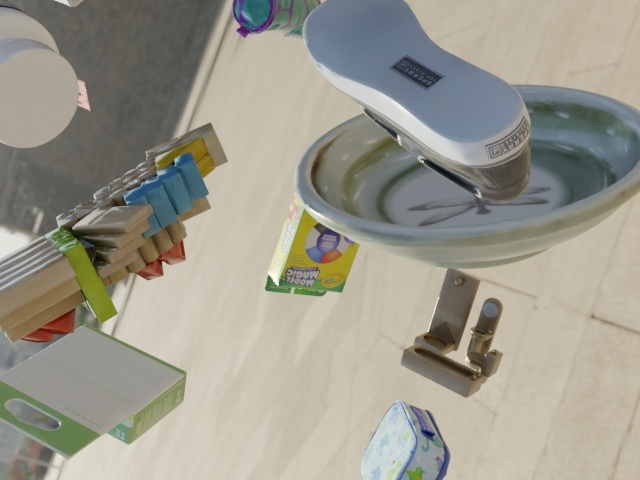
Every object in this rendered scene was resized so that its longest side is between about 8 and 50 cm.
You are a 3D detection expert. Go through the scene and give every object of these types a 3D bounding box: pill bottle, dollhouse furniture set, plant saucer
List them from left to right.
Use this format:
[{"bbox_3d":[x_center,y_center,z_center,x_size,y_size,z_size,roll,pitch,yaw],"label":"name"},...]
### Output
[{"bbox_3d":[-0.286,-0.151,0.872,0.186,0.112,0.112,35,110,39],"label":"pill bottle"},{"bbox_3d":[0.205,0.132,1.533,0.151,0.144,0.123,-13,-57,-57],"label":"dollhouse furniture set"},{"bbox_3d":[0.173,-0.062,1.153,0.400,0.400,0.101,-93,-6,-62],"label":"plant saucer"}]

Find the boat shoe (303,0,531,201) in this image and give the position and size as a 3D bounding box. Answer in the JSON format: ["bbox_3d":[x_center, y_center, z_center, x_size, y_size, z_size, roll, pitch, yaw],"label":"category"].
[{"bbox_3d":[0.066,-0.098,0.701,0.080,0.076,0.228,-37,45,-12],"label":"boat shoe"}]

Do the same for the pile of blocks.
[{"bbox_3d":[-0.193,0.006,1.076,0.148,0.113,0.362,0,32,43],"label":"pile of blocks"}]

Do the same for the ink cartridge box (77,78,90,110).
[{"bbox_3d":[-0.476,-0.246,1.596,0.181,0.224,0.056,146,147,-78],"label":"ink cartridge box"}]

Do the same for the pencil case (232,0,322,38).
[{"bbox_3d":[-0.051,-0.288,1.303,0.070,0.064,0.151,-56,-17,21],"label":"pencil case"}]

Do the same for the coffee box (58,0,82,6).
[{"bbox_3d":[-0.446,-0.643,1.665,0.337,0.338,0.334,-46,-37,-22],"label":"coffee box"}]

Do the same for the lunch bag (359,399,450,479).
[{"bbox_3d":[0.152,0.396,1.852,0.176,0.090,0.219,-64,13,10],"label":"lunch bag"}]

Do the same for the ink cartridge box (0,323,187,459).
[{"bbox_3d":[-0.299,0.196,1.271,0.235,0.171,0.056,-36,-37,-56],"label":"ink cartridge box"}]

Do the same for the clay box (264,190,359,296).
[{"bbox_3d":[0.000,0.000,1.681,0.053,0.127,0.222,45,122,53],"label":"clay box"}]
